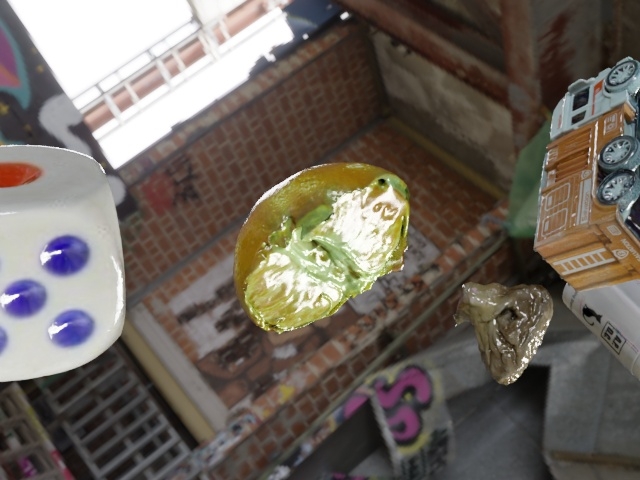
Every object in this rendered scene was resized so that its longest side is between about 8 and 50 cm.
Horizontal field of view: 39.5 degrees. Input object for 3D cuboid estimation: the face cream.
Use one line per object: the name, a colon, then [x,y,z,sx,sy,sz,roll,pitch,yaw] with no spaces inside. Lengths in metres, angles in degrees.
face cream: [0.602,0.184,1.581,0.369,0.145,0.145,53,-10,39]

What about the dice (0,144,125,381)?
dice: [-0.489,0.031,1.423,0.277,0.304,0.304,-134,-139,-54]

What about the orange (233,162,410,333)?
orange: [-0.006,-0.007,1.479,0.196,0.334,0.262,57,19,21]

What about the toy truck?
toy truck: [0.375,-0.087,1.172,0.162,0.305,0.136,-22,-52,41]

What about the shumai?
shumai: [0.339,0.162,1.724,0.176,0.206,0.166,24,-6,8]
